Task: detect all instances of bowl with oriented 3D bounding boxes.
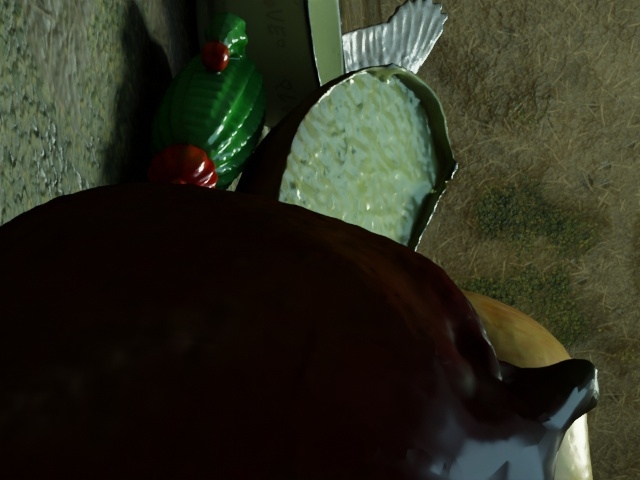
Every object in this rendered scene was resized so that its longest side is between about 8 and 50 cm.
[{"bbox_3d":[-0.050,-0.216,1.343,0.238,0.126,0.237,-4,90,-81],"label":"bowl"}]

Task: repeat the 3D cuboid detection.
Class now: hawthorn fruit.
[{"bbox_3d":[-0.057,0.113,0.598,0.295,0.311,0.295,-17,112,-47],"label":"hawthorn fruit"}]

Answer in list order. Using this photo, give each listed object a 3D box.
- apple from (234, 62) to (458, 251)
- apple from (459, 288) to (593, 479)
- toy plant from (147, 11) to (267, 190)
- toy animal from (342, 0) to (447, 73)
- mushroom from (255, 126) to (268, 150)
[{"bbox_3d":[0.000,0.000,1.188,0.254,0.179,0.346,81,28,-54],"label":"apple"},{"bbox_3d":[0.096,0.226,1.321,0.391,0.346,0.391,-2,90,-80],"label":"apple"},{"bbox_3d":[-0.097,-0.077,1.109,0.154,0.088,0.240,99,2,-54],"label":"toy plant"},{"bbox_3d":[-0.007,-0.246,1.629,0.284,0.225,0.302,53,40,-45],"label":"toy animal"},{"bbox_3d":[-0.061,-0.065,1.509,0.068,0.043,0.306,21,65,-59],"label":"mushroom"}]
